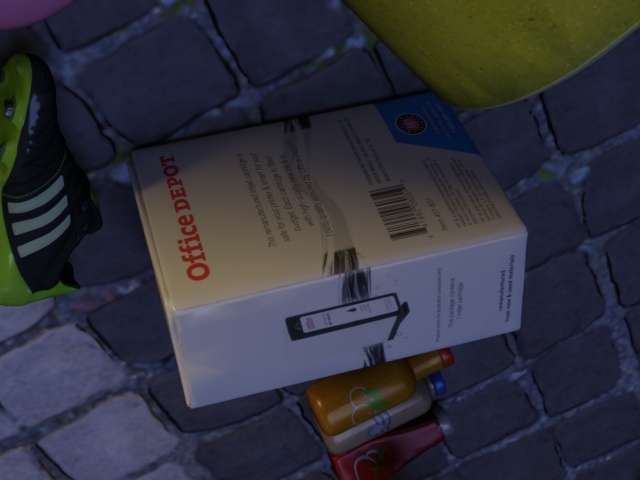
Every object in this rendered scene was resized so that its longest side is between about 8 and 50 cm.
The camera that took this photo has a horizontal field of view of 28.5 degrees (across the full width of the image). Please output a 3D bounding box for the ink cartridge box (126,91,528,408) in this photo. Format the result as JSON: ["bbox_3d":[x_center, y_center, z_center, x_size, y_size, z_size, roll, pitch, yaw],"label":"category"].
[{"bbox_3d":[0.000,0.000,0.746,0.203,0.148,0.086,-12,132,-9],"label":"ink cartridge box"}]

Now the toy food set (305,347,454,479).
[{"bbox_3d":[0.074,0.178,0.932,0.104,0.111,0.232,-25,105,-6],"label":"toy food set"}]

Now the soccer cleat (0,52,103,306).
[{"bbox_3d":[-0.161,-0.034,0.727,0.072,0.060,0.179,-7,136,-27],"label":"soccer cleat"}]

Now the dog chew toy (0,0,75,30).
[{"bbox_3d":[-0.208,-0.193,0.491,0.206,0.207,0.332,-43,137,16],"label":"dog chew toy"}]

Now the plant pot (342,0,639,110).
[{"bbox_3d":[0.024,-0.247,0.508,0.293,0.275,0.275,33,112,-20],"label":"plant pot"}]
